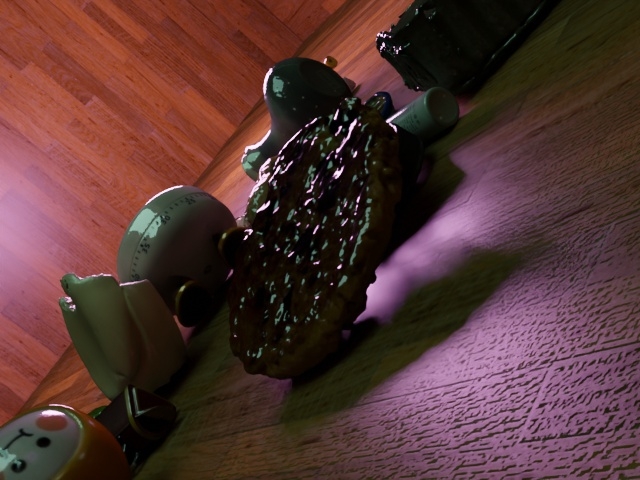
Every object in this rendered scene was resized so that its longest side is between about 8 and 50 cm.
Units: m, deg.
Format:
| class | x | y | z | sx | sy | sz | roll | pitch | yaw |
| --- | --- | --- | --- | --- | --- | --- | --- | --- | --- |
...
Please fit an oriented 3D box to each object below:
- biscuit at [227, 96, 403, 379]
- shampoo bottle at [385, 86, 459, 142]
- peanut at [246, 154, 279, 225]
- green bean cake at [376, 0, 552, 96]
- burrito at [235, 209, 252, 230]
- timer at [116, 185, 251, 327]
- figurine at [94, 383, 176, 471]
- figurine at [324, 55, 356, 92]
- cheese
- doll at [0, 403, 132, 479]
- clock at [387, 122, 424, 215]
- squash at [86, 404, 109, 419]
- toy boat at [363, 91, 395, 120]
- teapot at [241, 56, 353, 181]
| class | x | y | z | sx | sy | sz | roll | pitch | yaw |
| --- | --- | --- | --- | --- | --- | --- | --- | --- | --- |
| biscuit | -0.002 | 0.002 | 1.036 | 0.289 | 0.081 | 0.334 | -35 | 37 | 46 |
| shampoo bottle | 0.108 | -0.144 | 1.239 | 0.056 | 0.056 | 0.195 | -57 | 15 | -29 |
| peanut | -0.086 | -0.085 | 1.671 | 0.089 | 0.089 | 0.193 | -41 | 15 | 32 |
| green bean cake | 0.197 | -0.316 | 1.270 | 0.241 | 0.132 | 0.255 | -48 | 11 | 4 |
| burrito | -0.157 | -0.026 | 1.838 | 0.185 | 0.041 | 0.045 | -22 | 72 | 62 |
| timer | -0.264 | 0.011 | 1.639 | 0.233 | 0.240 | 0.233 | -38 | -35 | -33 |
| figurine | -0.262 | 0.270 | 1.276 | 0.154 | 0.082 | 0.098 | -42 | 29 | 28 |
| figurine | -0.020 | -0.303 | 1.986 | 0.240 | 0.116 | 0.175 | -30 | 24 | 56 |
| cheese | -0.323 | 0.144 | 1.483 | 0.127 | 0.233 | 0.266 | -31 | 3 | -28 |
| doll | -0.295 | 0.316 | 1.067 | 0.213 | 0.236 | 0.213 | -41 | -37 | -40 |
| clock | 0.056 | -0.065 | 1.159 | 0.184 | 0.040 | 0.184 | -47 | 22 | 26 |
| squash | -0.393 | 0.332 | 1.536 | 0.239 | 0.069 | 0.069 | -38 | 17 | 40 |
| toy boat | 0.092 | -0.190 | 1.449 | 0.080 | 0.046 | 0.229 | -47 | 14 | 9 |
| teapot | -0.054 | -0.222 | 1.784 | 0.251 | 0.183 | 0.183 | -54 | 8 | 38 |
